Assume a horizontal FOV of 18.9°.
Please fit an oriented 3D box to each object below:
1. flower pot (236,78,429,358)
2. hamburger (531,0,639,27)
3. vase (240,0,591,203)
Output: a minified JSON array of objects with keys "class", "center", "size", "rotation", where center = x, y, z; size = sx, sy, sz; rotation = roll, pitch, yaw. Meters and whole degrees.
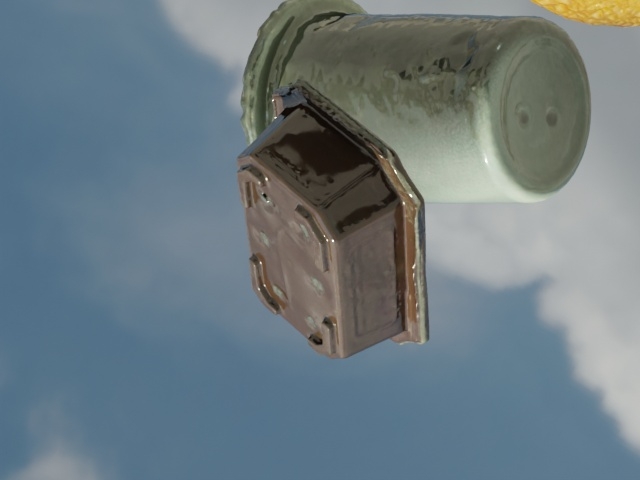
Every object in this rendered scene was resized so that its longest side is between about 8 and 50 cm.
[{"class":"flower pot","center":[0.000,0.000,1.588],"size":[0.084,0.251,0.179],"rotation":[-35,-124,-22]},{"class":"hamburger","center":[0.199,-0.270,1.180],"size":[0.314,0.290,0.170],"rotation":[28,-128,-28]},{"class":"vase","center":[0.101,-0.136,1.895],"size":[0.291,0.245,0.245],"rotation":[2,-156,44]}]
